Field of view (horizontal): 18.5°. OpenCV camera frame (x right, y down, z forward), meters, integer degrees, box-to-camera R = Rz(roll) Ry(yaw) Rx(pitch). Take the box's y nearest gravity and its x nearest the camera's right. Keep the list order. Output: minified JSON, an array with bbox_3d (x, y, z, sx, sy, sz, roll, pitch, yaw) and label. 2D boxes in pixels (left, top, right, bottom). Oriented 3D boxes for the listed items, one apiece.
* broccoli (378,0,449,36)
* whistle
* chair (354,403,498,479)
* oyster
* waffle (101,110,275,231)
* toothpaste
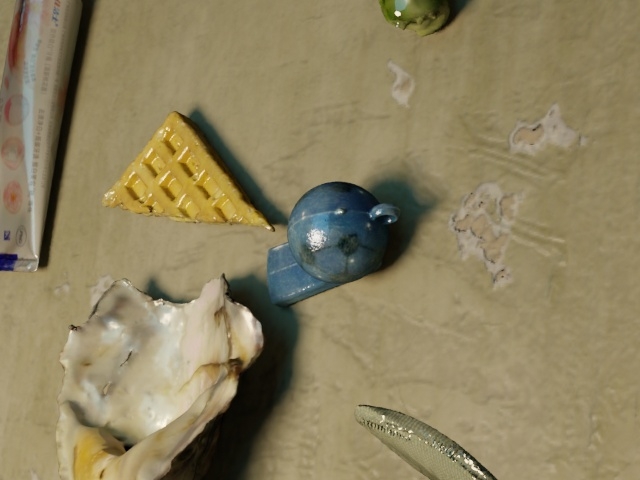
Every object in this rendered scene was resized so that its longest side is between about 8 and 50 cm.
[{"bbox_3d":[0.094,-0.322,1.636,0.199,0.177,0.274,-24,84,-7],"label":"broccoli"},{"bbox_3d":[0.000,0.000,1.589,0.158,0.090,0.090,-22,59,32],"label":"whistle"},{"bbox_3d":[0.124,0.238,1.217,0.160,0.319,0.186,36,97,44],"label":"chair"},{"bbox_3d":[-0.133,0.152,1.633,0.275,0.100,0.271,24,87,56],"label":"oyster"},{"bbox_3d":[-0.117,-0.020,1.733,0.125,0.032,0.191,-48,47,13],"label":"waffle"},{"bbox_3d":[-0.281,-0.127,1.904,0.100,0.066,0.323,1,78,40],"label":"toothpaste"}]
